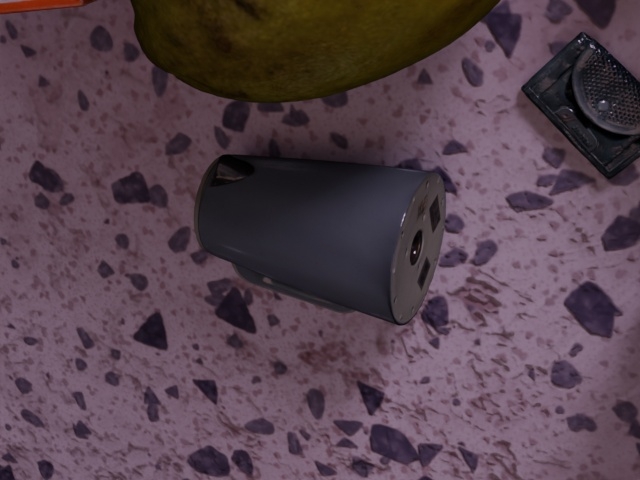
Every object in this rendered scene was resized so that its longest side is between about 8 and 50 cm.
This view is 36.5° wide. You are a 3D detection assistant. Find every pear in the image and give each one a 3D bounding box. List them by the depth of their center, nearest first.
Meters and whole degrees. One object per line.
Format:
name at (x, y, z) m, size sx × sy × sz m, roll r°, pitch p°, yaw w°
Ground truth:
pear at (0.006, -0.301, 0.778) m, size 0.413 × 0.352 × 0.352 m, roll -32°, pitch 100°, yaw 26°

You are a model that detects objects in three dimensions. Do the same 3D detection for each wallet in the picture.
wallet at (0.266, -0.128, 0.934) m, size 0.129 × 0.026 × 0.088 m, roll 45°, pitch 122°, yaw -4°

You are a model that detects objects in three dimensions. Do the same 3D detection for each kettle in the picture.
kettle at (0.000, 0.000, 1.052) m, size 0.243 × 0.159 × 0.210 m, roll 13°, pitch 147°, yaw 23°

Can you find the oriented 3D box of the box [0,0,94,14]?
box at (-0.320, -0.397, 0.900) m, size 0.319 × 0.257 × 0.348 m, roll -2°, pitch 113°, yaw 21°
